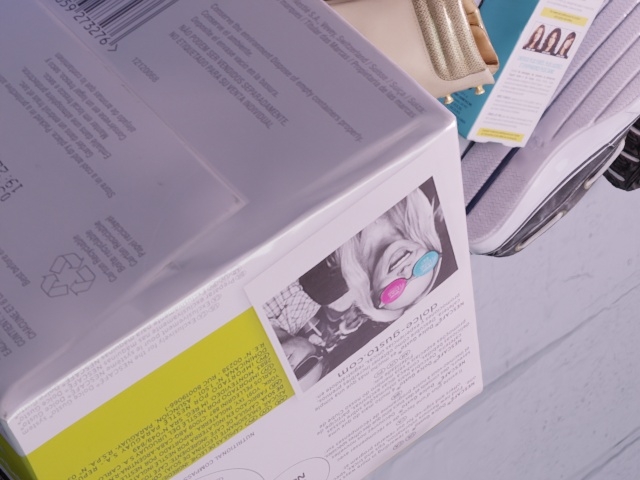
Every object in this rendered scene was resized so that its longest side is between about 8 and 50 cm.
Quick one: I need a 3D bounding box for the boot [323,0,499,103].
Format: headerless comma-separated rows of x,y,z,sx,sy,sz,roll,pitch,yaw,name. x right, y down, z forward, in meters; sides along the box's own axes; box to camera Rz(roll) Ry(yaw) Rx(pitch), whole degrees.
0.054,-0.112,1.537,0.203,0.095,0.262,-15,134,7,boot

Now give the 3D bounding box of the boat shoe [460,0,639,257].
0.250,-0.119,1.846,0.335,0.121,0.119,-46,155,13,boat shoe

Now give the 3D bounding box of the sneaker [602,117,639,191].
0.386,-0.170,1.950,0.108,0.100,0.271,0,122,-55,sneaker

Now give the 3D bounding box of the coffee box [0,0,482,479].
-0.126,0.012,1.296,0.338,0.337,0.334,-35,146,-16,coffee box

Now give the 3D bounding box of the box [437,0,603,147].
0.201,-0.209,1.733,0.100,0.060,0.244,4,119,-51,box
